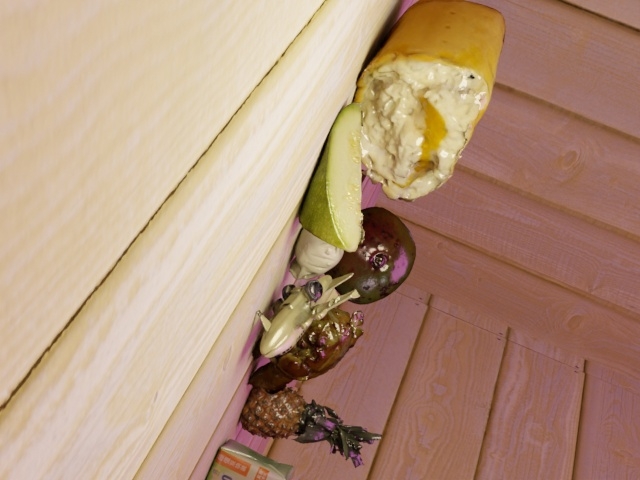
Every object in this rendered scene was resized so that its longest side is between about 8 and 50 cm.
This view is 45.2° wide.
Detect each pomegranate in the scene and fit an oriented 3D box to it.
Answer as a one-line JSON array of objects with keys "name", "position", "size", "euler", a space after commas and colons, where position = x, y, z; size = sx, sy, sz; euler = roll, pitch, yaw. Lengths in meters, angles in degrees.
[{"name": "pomegranate", "position": [0.132, 0.056, 2.293], "size": [0.290, 0.291, 0.323], "euler": [-65, -177, -20]}]

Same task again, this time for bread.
[{"name": "bread", "position": [0.216, -0.328, 1.627], "size": [0.361, 0.250, 0.394], "euler": [111, 1, -48]}]

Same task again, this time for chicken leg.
[{"name": "chicken leg", "position": [-0.069, 0.264, 1.724], "size": [0.361, 0.212, 0.140], "euler": [-39, -132, 35]}]

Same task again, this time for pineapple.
[{"name": "pineapple", "position": [-0.022, 0.480, 2.008], "size": [0.165, 0.365, 0.165], "euler": [18, 90, -81]}]

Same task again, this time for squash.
[{"name": "squash", "position": [0.044, -0.129, 1.436], "size": [0.169, 0.093, 0.252], "euler": [40, -66, 48]}]

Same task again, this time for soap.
[{"name": "soap", "position": [-0.188, 0.608, 1.853], "size": [0.138, 0.182, 0.199], "euler": [28, 85, -83]}]

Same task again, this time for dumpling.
[{"name": "dumpling", "position": [0.002, -0.001, 1.639], "size": [0.169, 0.100, 0.134], "euler": [110, -7, -46]}]

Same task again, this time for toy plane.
[{"name": "toy plane", "position": [-0.042, 0.143, 1.556], "size": [0.242, 0.104, 0.256], "euler": [-11, -164, 45]}]

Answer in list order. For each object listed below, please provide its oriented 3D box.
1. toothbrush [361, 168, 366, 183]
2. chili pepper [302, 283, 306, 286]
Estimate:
[{"name": "toothbrush", "position": [0.057, -0.088, 2.129], "size": [0.364, 0.041, 0.040], "euler": [-61, 172, -45]}, {"name": "chili pepper", "position": [0.009, 0.227, 2.021], "size": [0.264, 0.116, 0.148], "euler": [-121, -140, -55]}]
